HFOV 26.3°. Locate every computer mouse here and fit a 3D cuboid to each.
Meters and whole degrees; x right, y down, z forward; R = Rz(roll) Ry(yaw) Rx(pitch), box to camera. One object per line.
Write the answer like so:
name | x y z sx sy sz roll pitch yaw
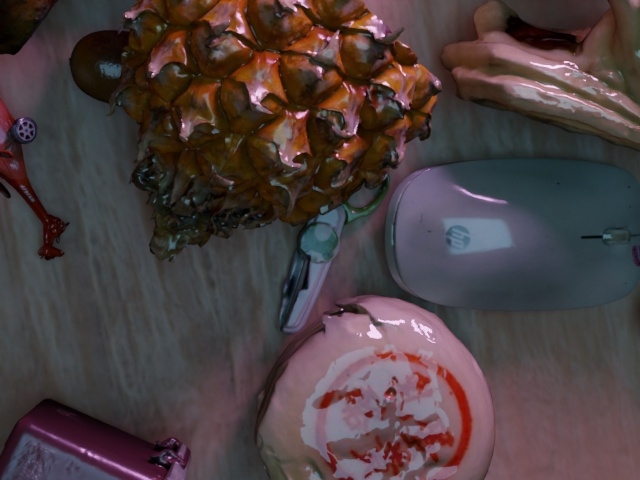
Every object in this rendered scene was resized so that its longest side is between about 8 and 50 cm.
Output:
computer mouse | 0.208 -0.006 1.414 0.289 0.097 0.159 1 92 -8

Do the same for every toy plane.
toy plane | -0.299 -0.074 1.330 0.194 0.126 0.077 47 59 -8

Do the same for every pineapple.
pineapple | -0.042 -0.087 1.243 0.344 0.209 0.286 32 85 -30

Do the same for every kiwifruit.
kiwifruit | -0.186 -0.168 1.351 0.125 0.075 0.075 6 93 -14

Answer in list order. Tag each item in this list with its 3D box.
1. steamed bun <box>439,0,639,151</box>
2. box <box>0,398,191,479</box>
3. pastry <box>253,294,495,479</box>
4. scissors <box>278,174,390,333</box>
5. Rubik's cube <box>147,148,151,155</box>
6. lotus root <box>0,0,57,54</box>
steamed bun | 0.349 -0.168 1.341 0.428 0.247 0.189 16 101 -7
box | -0.259 0.301 1.317 0.168 0.193 0.294 27 89 -4
pastry | 0.055 0.188 1.387 0.265 0.133 0.264 -1 96 -5
scissors | 0.000 0.000 1.415 0.101 0.027 0.204 19 88 -7
Rubik's cube | -0.143 -0.094 1.361 0.073 0.084 0.075 -28 82 -10
lotus root | -0.378 -0.310 1.223 0.346 0.250 0.250 39 87 -8
